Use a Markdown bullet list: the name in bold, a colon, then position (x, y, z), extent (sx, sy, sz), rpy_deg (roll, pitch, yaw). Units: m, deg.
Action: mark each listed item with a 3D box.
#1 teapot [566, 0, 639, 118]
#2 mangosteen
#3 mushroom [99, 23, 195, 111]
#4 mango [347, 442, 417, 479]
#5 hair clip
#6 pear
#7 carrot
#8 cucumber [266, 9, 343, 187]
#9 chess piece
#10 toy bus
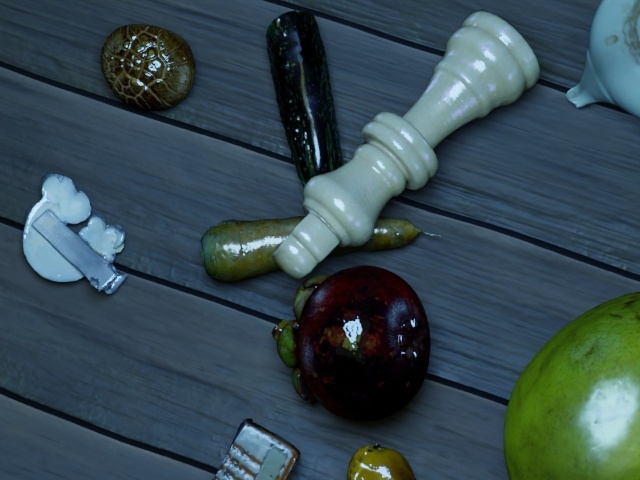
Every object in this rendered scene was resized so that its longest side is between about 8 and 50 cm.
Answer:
- **teapot**: position (0.438, -0.285, 1.344), extent (0.220, 0.149, 0.318), rpy_deg (16, 82, 18)
- **mangosteen**: position (0.032, 0.120, 1.310), extent (0.200, 0.200, 0.199), rpy_deg (-1, 78, 6)
- **mushroom**: position (-0.223, -0.226, 1.442), extent (0.126, 0.085, 0.109), rpy_deg (-1, 79, 12)
- **mango**: position (0.080, 0.299, 1.310), extent (0.077, 0.063, 0.127), rpy_deg (-26, 82, -4)
- **hair clip**: position (-0.319, 0.002, 1.427), extent (0.172, 0.049, 0.116), rpy_deg (41, 81, 15)
- **pear**: position (0.338, 0.199, 1.211), extent (0.253, 0.253, 0.307), rpy_deg (41, 75, 13)
- **carrot**: position (0.000, 0.000, 1.385), extent (0.298, 0.078, 0.078), rpy_deg (-6, 78, -1)
- **cucumber**: position (-0.018, -0.169, 1.414), extent (0.074, 0.074, 0.241), rpy_deg (-12, 79, 4)
- **chess piece**: position (0.091, -0.106, 1.336), extent (0.117, 0.117, 0.397), rpy_deg (43, 77, 13)
- **toy bus**: position (-0.153, 0.404, 1.301), extent (0.092, 0.093, 0.408), rpy_deg (27, 83, 4)
